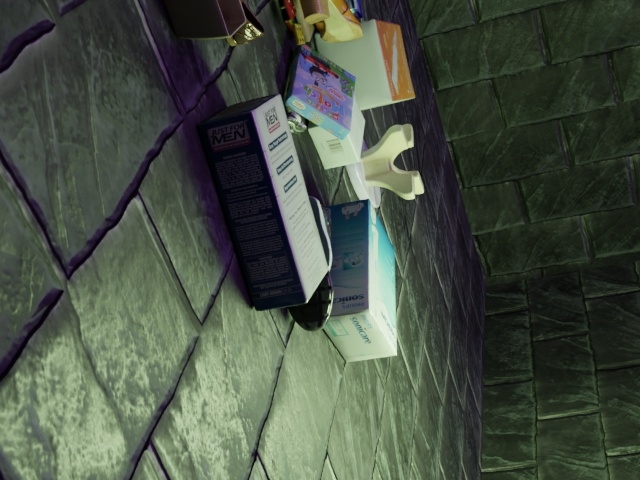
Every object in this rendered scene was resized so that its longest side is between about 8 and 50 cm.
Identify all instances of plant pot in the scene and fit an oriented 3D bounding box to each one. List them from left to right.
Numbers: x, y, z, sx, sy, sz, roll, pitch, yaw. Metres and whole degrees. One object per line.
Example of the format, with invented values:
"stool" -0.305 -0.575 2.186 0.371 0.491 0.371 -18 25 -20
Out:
"plant pot" -0.196 -0.390 1.526 0.109 0.096 0.109 -67 142 -60

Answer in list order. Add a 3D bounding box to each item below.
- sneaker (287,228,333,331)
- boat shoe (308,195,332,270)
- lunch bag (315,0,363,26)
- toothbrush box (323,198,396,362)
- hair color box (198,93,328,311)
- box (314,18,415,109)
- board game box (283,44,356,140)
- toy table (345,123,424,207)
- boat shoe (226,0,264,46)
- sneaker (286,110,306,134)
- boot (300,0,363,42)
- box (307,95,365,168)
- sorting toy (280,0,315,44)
"sneaker" -0.022 0.044 1.811 0.106 0.101 0.268 4 76 -75
"boat shoe" 0.000 0.000 1.961 0.083 0.065 0.184 30 50 -66
"lunch bag" 0.029 -0.624 2.332 0.096 0.128 0.151 17 62 -72
"toothbrush box" 0.084 0.091 2.072 0.216 0.126 0.296 58 26 -51
"hair color box" -0.094 -0.069 1.639 0.174 0.105 0.348 -54 131 -67
"box" 0.126 -0.462 2.474 0.345 0.168 0.215 -35 113 -71
"board game box" 0.002 -0.339 2.087 0.160 0.039 0.212 29 41 -21
"toy table" 0.172 -0.204 2.479 0.274 0.160 0.252 52 32 -58
"boat shoe" -0.169 -0.446 1.691 0.207 0.073 0.073 54 31 -51
"sneaker" -0.065 -0.256 1.975 0.044 0.040 0.109 65 12 10
"boot" 0.015 -0.590 2.152 0.295 0.104 0.211 8 72 -68
"box" 0.040 -0.279 2.217 0.171 0.090 0.130 -80 153 -47
"sorting toy" -0.058 -0.538 2.139 0.275 0.046 0.132 -78 151 -53
